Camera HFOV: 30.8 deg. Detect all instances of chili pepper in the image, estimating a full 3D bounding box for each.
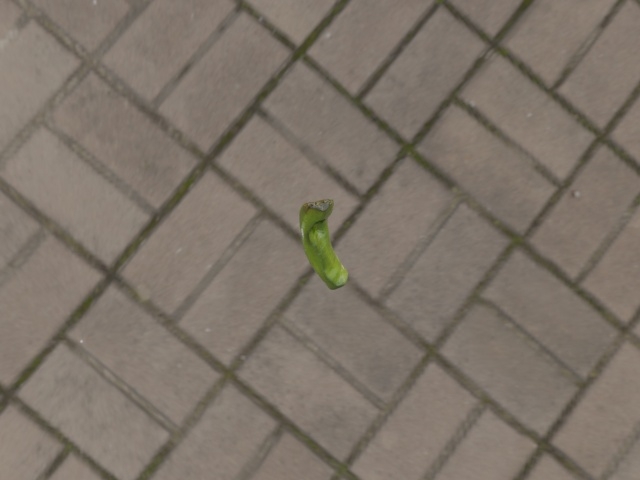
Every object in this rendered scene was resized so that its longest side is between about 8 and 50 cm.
[{"bbox_3d":[0.000,0.000,1.622,0.052,0.201,0.050,-29,54,-11],"label":"chili pepper"}]
